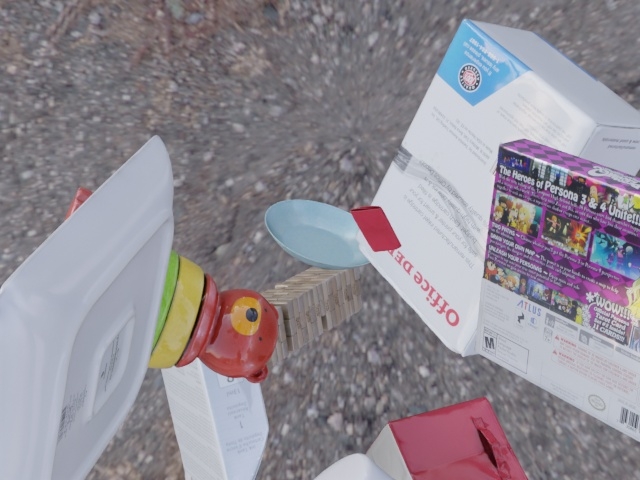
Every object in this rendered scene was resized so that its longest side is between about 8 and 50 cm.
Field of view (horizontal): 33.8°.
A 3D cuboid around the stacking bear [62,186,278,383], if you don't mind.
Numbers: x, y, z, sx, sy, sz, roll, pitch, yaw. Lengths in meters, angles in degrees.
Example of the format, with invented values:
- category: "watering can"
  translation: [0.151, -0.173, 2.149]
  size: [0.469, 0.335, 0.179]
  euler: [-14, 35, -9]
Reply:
- category: "stacking bear"
  translation: [-0.186, 0.082, 1.264]
  size: [0.289, 0.164, 0.175]
  euler: [20, 54, -15]

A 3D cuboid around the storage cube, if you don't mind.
- category: "storage cube"
  translation: [0.195, 0.395, 1.724]
  size: [0.193, 0.215, 0.184]
  euler: [-9, 58, -27]

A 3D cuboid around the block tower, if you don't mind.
- category: "block tower"
  translation: [-0.037, 0.121, 1.844]
  size: [0.097, 0.335, 0.091]
  euler: [-1, 104, 29]

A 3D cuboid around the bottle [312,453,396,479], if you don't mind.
- category: "bottle"
  translation: [0.096, 0.208, 0.451]
  size: [0.283, 0.092, 0.118]
  euler: [45, 75, -8]

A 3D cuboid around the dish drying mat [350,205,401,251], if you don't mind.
- category: "dish drying mat"
  translation: [0.056, -0.012, 1.046]
  size: [0.032, 0.083, 0.008]
  euler: [-5, 60, 18]

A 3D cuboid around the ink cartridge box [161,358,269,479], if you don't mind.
- category: "ink cartridge box"
  translation: [-0.148, 0.318, 1.628]
  size: [0.091, 0.308, 0.385]
  euler: [-16, 97, -20]

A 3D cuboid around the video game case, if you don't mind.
- category: "video game case"
  translation: [0.235, 0.045, 0.885]
  size: [0.041, 0.232, 0.210]
  euler: [-17, 120, -37]

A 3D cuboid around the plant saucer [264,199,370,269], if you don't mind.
- category: "plant saucer"
  translation: [0.000, 0.000, 1.696]
  size: [0.195, 0.195, 0.037]
  euler: [18, 119, 0]

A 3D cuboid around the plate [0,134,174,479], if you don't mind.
- category: "plate"
  translation: [-0.180, 0.091, 0.821]
  size: [0.045, 0.278, 0.277]
  euler: [19, 119, 5]

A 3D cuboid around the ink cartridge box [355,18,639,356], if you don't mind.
- category: "ink cartridge box"
  translation: [0.200, -0.058, 1.196]
  size: [0.223, 0.129, 0.307]
  euler: [49, 126, 37]
